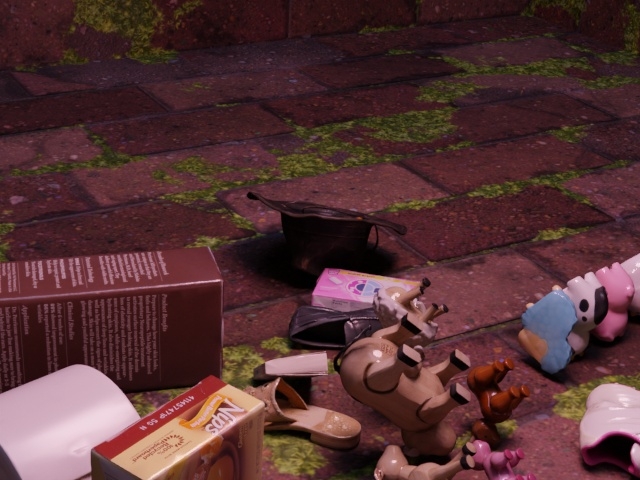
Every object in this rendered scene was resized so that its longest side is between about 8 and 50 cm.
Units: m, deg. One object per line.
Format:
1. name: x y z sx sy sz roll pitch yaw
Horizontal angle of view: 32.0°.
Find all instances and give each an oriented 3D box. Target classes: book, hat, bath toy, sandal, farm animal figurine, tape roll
1. book: -0.049 0.199 1.737 0.096 0.035 0.144 -3 -10 -10
2. hat: 0.000 0.000 2.109 0.331 0.134 0.331 13 5 -1
3. bath toy: 0.492 0.124 1.944 0.348 0.151 0.129 -17 71 -40
4. sandal: -0.052 0.242 1.679 0.240 0.079 0.088 12 27 17
5. farm animal figurine: 0.144 0.253 1.567 0.327 0.172 0.330 47 30 -5
6. tape roll: -0.329 0.293 1.356 0.169 0.246 0.246 -21 35 -40

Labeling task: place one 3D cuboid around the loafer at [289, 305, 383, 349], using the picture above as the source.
1. loafer: 0.056 0.156 1.884 0.223 0.076 0.078 3 31 10

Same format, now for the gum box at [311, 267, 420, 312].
1. gum box: 0.076 0.109 1.988 0.188 0.062 0.107 8 26 10

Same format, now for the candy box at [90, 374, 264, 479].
1. candy box: -0.153 0.329 1.217 0.087 0.316 0.183 23 32 32

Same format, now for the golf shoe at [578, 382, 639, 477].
1. golf shoe: 0.520 0.307 1.607 0.306 0.115 0.140 10 37 28

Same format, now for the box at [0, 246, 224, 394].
1. box: -0.349 0.130 1.748 0.381 0.191 0.143 -3 27 -14
